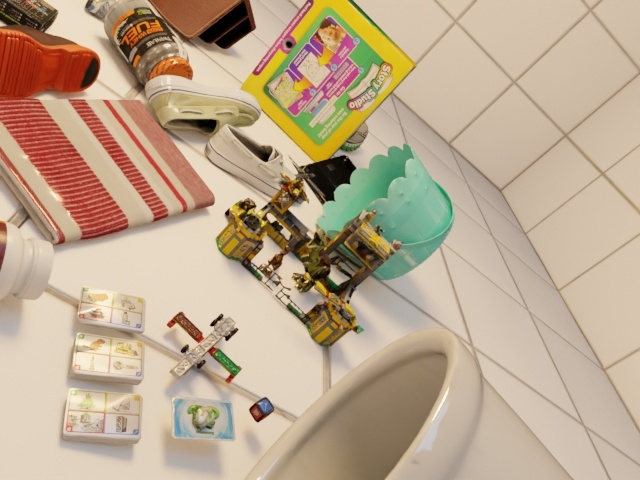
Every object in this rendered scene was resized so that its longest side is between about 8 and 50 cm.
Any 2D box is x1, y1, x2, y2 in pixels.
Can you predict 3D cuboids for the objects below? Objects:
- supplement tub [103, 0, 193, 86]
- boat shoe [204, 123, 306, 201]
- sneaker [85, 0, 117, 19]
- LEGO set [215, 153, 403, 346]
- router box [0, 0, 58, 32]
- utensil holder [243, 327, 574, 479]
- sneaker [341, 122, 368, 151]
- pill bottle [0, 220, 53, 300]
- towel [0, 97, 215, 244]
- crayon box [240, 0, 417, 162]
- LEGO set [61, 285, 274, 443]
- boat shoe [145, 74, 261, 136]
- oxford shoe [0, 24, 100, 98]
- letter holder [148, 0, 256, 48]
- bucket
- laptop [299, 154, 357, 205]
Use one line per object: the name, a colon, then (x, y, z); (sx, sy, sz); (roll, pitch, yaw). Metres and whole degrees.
supplement tub: (-0.348, -0.392, 1.067); (0.190, 0.117, 0.117); (52, 26, 15)
boat shoe: (-0.118, -0.163, 1.116); (0.258, 0.084, 0.095); (21, 35, -41)
sneaker: (-0.481, -0.531, 1.159); (0.058, 0.052, 0.135); (38, 32, -39)
LEGO set: (0.000, 0.000, 0.932); (0.331, 0.192, 0.255); (47, 25, 3)
router box: (-0.534, -0.412, 0.906); (0.122, 0.038, 0.092); (32, 29, -27)
utensil holder: (0.130, 0.336, 0.500); (0.385, 0.327, 0.327); (48, 26, -2)
sneaker: (0.062, -0.381, 1.634); (0.343, 0.146, 0.134); (2, 50, -57)
pill bottle: (-0.351, 0.015, 0.506); (0.152, 0.086, 0.086); (18, 37, -45)
towel: (-0.329, -0.117, 0.794); (0.237, 0.037, 0.329); (51, 28, 6)
crayon box: (0.018, -0.440, 1.401); (0.313, 0.363, 0.106); (44, 25, -5)
LEGO set: (-0.175, 0.161, 0.628); (0.244, 0.060, 0.183); (16, 41, -32)
boat shoe: (-0.236, -0.266, 1.099); (0.302, 0.109, 0.094); (-7, 81, -55)
oxford shoe: (-0.461, -0.276, 0.783); (0.098, 0.097, 0.271); (30, 18, 8)
letter holder: (-0.363, -0.678, 1.457); (0.302, 0.214, 0.152); (50, -6, 9)
bucket: (0.150, -0.059, 1.162); (0.183, 0.281, 0.281); (45, 24, -19)
laptop: (0.081, -0.100, 1.408); (0.264, 0.137, 0.234); (-21, 66, -35)
